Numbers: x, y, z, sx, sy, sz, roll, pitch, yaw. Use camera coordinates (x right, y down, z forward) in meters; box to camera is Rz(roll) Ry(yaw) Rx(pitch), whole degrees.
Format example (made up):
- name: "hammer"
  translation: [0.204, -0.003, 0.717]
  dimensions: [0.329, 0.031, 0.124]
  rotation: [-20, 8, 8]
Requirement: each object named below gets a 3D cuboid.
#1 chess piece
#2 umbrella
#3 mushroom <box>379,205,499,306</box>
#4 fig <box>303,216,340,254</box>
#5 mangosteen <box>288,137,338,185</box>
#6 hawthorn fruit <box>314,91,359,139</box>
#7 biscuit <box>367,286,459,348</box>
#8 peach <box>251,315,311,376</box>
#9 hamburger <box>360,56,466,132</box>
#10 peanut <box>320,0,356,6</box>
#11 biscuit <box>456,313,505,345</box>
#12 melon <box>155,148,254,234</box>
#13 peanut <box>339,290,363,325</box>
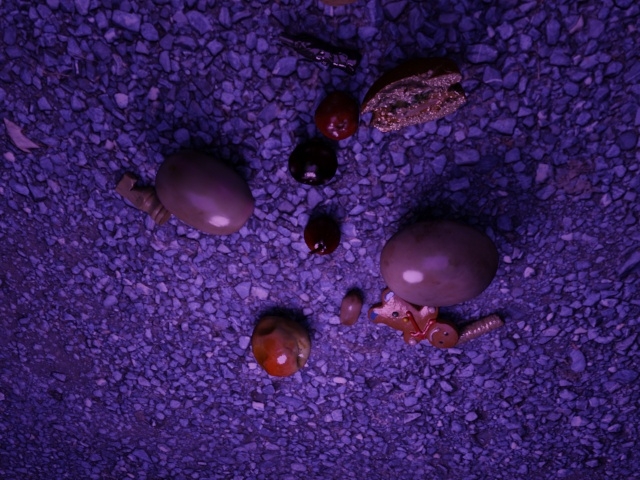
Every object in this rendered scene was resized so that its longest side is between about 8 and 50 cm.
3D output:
- name: "chess piece"
  translation: [-0.584, -0.140, 1.804]
  dimensions: [0.200, 0.090, 0.090]
  rotation: [36, 120, -2]
- name: "umbrella"
  translation: [-0.004, -0.522, 1.494]
  dimensions: [0.236, 0.059, 0.066]
  rotation: [21, 101, -3]
- name: "mushroom"
  translation: [0.364, 0.044, 1.700]
  dimensions: [0.362, 0.294, 0.362]
  rotation: [0, 151, 0]
- name: "fig"
  translation: [0.000, -0.014, 1.772]
  dimensions: [0.128, 0.150, 0.128]
  rotation: [-1, 87, 19]
- name: "mangosteen"
  translation: [-0.022, -0.238, 1.633]
  dimensions: [0.152, 0.152, 0.152]
  rotation: [3, 122, 6]
- name: "hawthorn fruit"
  translation: [0.049, -0.345, 1.549]
  dimensions: [0.133, 0.138, 0.132]
  rotation: [2, 118, 4]
- name: "biscuit"
  translation: [0.340, 0.287, 1.929]
  dimensions: [0.324, 0.049, 0.205]
  rotation: [29, 121, 0]
- name: "peach"
  translation: [-0.152, 0.376, 2.000]
  dimensions: [0.235, 0.214, 0.214]
  rotation: [30, 129, 32]
- name: "hamburger"
  translation: [0.243, -0.409, 1.474]
  dimensions: [0.283, 0.156, 0.144]
  rotation: [-13, 139, 21]
- name: "peanut"
  translation: [-0.006, -0.663, 1.369]
  dimensions: [0.290, 0.130, 0.130]
  rotation: [10, 123, 4]
- name: "biscuit"
  translation: [0.548, 0.320, 1.946]
  dimensions: [0.219, 0.055, 0.061]
  rotation: [-29, 150, 24]
- name: "melon"
  translation: [-0.358, -0.148, 1.678]
  dimensions: [0.317, 0.223, 0.223]
  rotation: [31, 121, -6]
- name: "peanut"
  translation: [0.108, 0.248, 1.952]
  dimensions: [0.076, 0.076, 0.152]
  rotation: [11, 121, 0]
